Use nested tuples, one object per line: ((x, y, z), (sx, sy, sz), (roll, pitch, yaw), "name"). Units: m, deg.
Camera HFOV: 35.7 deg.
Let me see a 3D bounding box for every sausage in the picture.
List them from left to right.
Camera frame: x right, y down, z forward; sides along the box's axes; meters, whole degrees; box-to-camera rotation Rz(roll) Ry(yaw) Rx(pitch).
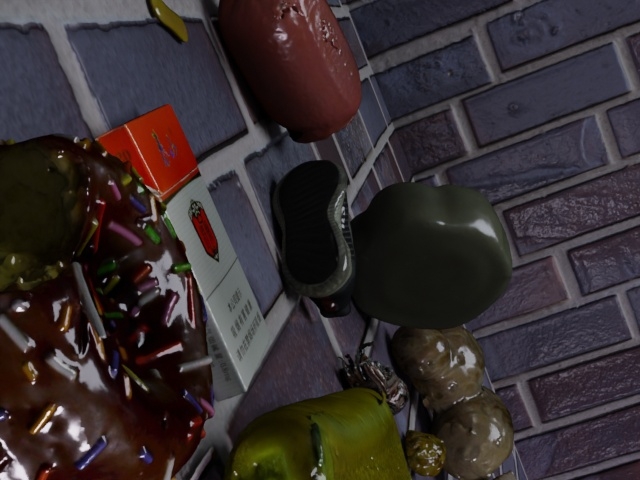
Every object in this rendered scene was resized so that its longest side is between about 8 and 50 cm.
((-0.037, -0.250, 1.357), (0.152, 0.152, 0.280), (-98, 165, -45), "sausage")

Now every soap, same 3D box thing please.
((-0.165, -0.243, 1.092), (0.089, 0.012, 0.034), (31, 40, -72), "soap")

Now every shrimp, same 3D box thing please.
((0.071, 0.187, 1.325), (0.190, 0.074, 0.073), (42, 61, -46), "shrimp")

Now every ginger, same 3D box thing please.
((0.229, 0.264, 1.753), (0.304, 0.155, 0.244), (61, 20, -5), "ginger")

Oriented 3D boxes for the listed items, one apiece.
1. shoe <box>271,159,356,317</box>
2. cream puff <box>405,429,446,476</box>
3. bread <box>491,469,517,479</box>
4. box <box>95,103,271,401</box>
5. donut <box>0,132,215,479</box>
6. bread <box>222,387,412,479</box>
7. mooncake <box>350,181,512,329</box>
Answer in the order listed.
((0.000, 0.000, 1.267), (0.112, 0.099, 0.228), (68, 14, -44), "shoe")
((0.162, 0.323, 1.526), (0.083, 0.058, 0.083), (47, 24, -58), "cream puff")
((0.318, 0.532, 1.667), (0.274, 0.149, 0.274), (-24, 90, -80), "bread")
((-0.113, 0.006, 0.873), (0.139, 0.035, 0.245), (-62, 131, -74), "box")
((-0.131, 0.051, 0.567), (0.230, 0.096, 0.216), (-89, 156, -61), "donut")
((0.004, 0.219, 0.859), (0.383, 0.112, 0.166), (19, 54, -76), "bread")
((0.161, 0.020, 1.538), (0.275, 0.275, 0.135), (57, 20, -46), "mooncake")
